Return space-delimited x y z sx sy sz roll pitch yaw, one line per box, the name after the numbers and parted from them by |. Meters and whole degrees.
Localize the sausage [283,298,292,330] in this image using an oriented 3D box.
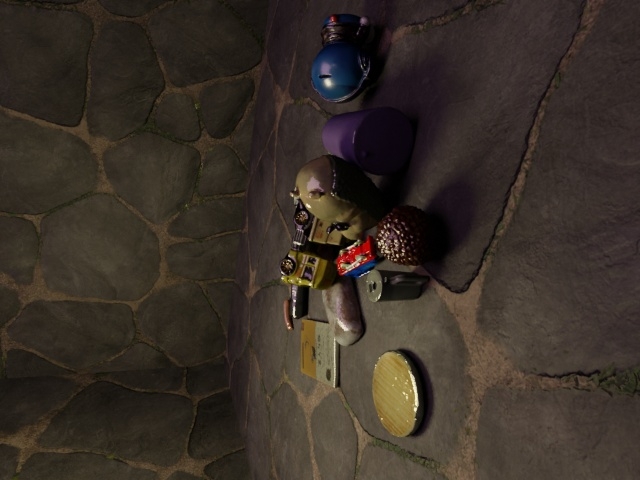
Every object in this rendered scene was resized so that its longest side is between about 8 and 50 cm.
-0.181 0.418 2.316 0.047 0.040 0.177 -15 66 19 | sausage

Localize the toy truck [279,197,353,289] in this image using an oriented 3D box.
0.000 0.000 1.651 0.254 0.180 0.405 15 85 27 | toy truck

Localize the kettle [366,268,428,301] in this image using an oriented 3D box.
0.230 0.130 1.257 0.098 0.148 0.127 -114 34 -51 | kettle

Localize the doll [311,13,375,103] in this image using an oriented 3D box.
0.086 -0.691 1.588 0.284 0.240 0.310 9 103 38 | doll

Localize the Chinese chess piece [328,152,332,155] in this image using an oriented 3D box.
0.079 -0.438 1.800 0.144 0.058 0.144 -179 90 -66 | Chinese chess piece

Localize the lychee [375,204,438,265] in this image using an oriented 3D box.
0.258 -0.008 1.190 0.188 0.188 0.188 -177 90 -67 | lychee

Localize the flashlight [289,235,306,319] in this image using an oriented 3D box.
-0.112 0.188 2.111 0.103 0.103 0.424 -178 91 -67 | flashlight

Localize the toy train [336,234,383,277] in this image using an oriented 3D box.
0.148 0.063 1.499 0.204 0.131 0.083 -34 50 48 | toy train

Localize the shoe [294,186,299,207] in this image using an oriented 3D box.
-0.084 -0.272 2.112 0.265 0.095 0.110 127 140 -56 | shoe

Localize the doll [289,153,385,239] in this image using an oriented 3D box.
0.077 -0.137 1.394 0.247 0.349 0.247 -21 60 42 | doll

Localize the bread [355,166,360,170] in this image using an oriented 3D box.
0.102 -0.264 1.653 0.106 0.125 0.082 2 69 68 | bread

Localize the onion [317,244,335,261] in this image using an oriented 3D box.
0.001 0.025 1.820 0.195 0.159 0.159 -48 40 25 | onion

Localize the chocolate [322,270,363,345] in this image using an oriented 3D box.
0.077 0.272 1.671 0.185 0.100 0.303 -53 43 48 | chocolate

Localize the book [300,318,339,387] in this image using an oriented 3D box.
-0.009 0.511 1.911 0.389 0.032 0.269 162 110 -65 | book

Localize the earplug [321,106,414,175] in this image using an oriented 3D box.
0.137 -0.371 1.492 0.456 0.215 0.215 -136 53 -66 | earplug

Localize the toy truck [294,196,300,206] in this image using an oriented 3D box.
-0.046 -0.108 1.989 0.124 0.114 0.253 -30 59 47 | toy truck

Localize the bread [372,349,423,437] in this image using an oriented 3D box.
0.246 0.483 1.309 0.267 0.040 0.267 -176 90 -66 | bread
